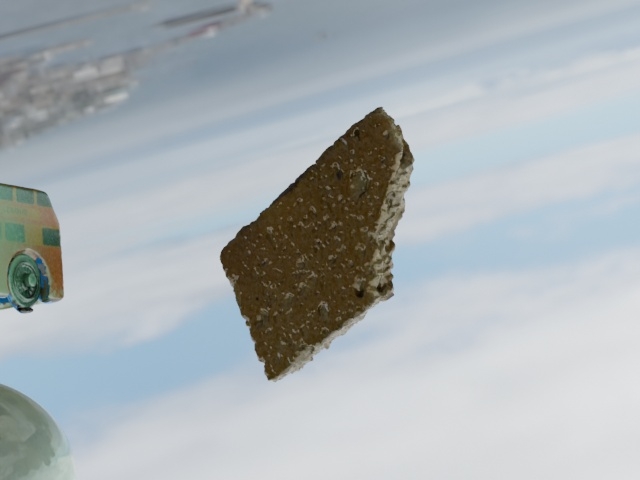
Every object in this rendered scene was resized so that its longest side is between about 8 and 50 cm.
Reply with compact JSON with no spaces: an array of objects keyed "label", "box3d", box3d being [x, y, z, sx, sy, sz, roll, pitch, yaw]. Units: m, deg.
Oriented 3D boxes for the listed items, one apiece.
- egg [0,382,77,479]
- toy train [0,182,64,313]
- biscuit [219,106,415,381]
[{"label":"egg","box3d":[-0.323,0.207,1.185,0.264,0.183,0.183,-15,-175,18]},{"label":"toy train","box3d":[-0.263,0.004,1.050,0.072,0.099,0.188,-5,172,27]},{"label":"biscuit","box3d":[0.007,0.007,1.177,0.026,0.131,0.237,-5,154,-45]}]
